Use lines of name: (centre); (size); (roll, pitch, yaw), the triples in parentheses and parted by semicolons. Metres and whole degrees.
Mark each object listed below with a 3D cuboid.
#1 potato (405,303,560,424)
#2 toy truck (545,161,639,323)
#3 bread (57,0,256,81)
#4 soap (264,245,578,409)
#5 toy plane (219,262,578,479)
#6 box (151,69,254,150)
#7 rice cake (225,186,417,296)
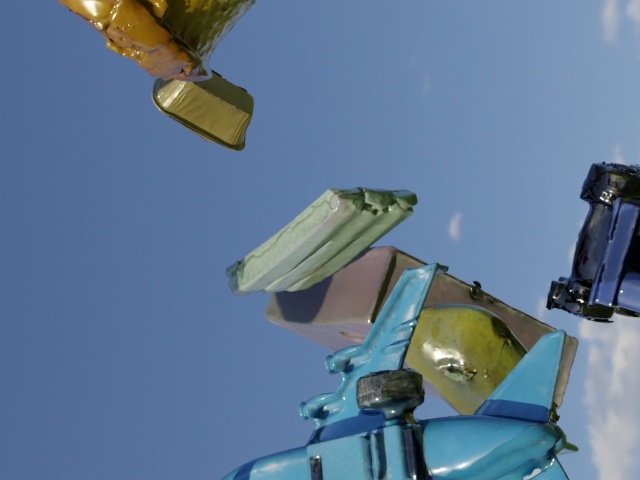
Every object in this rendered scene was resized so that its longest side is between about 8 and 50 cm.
potato: (0.162, 0.137, 1.159); (0.188, 0.105, 0.085); (49, -146, -5)
toy truck: (0.344, 0.017, 1.159); (0.213, 0.177, 0.161); (-1, -73, -53)
bread: (-0.228, -0.358, 1.318); (0.215, 0.398, 0.398); (-44, -32, 6)
soap: (0.118, 0.109, 1.453); (0.296, 0.285, 0.107); (27, -104, -22)
toy plane: (0.033, 0.144, 0.721); (0.105, 0.271, 0.254); (33, -134, -57)
box: (-0.189, -0.216, 1.900); (0.177, 0.111, 0.111); (29, -113, -22)
rice cake: (0.000, 0.000, 1.256); (0.124, 0.211, 0.038); (-3, -114, -37)
